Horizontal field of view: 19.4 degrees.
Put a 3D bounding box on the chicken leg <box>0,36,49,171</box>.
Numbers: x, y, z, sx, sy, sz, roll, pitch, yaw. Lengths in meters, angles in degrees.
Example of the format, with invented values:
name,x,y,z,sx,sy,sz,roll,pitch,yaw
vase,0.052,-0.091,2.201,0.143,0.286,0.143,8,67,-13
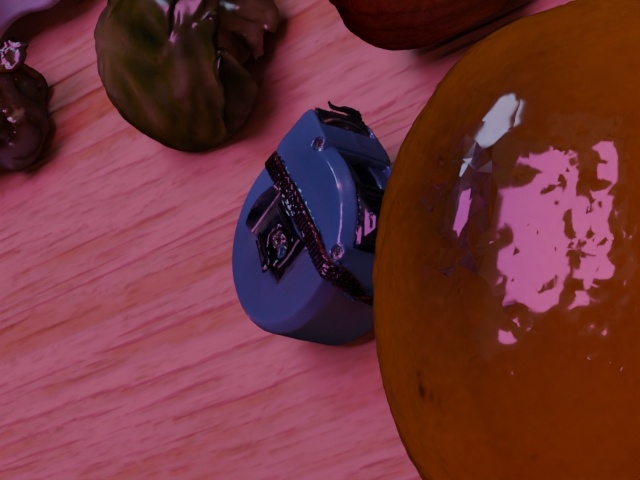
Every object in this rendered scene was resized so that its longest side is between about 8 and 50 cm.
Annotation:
name,x,y,z,sx,sy,sz,roll,pitch,yaw
chicken leg,-0.382,-0.038,1.568,0.429,0.153,0.201,-28,64,24

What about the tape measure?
name,x,y,z,sx,sy,sz,roll,pitch,yaw
tape measure,0.000,0.000,1.185,0.125,0.081,0.146,-53,41,27

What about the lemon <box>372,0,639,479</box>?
name,x,y,z,sx,sy,sz,roll,pitch,yaw
lemon,0.148,0.024,0.894,0.260,0.260,0.284,-31,69,32

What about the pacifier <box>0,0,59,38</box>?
name,x,y,z,sx,sy,sz,roll,pitch,yaw
pacifier,-0.332,-0.254,1.533,0.287,0.226,0.238,-32,85,35

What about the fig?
name,x,y,z,sx,sy,sz,roll,pitch,yaw
fig,0.073,-0.163,1.193,0.119,0.153,0.119,-58,-4,-6

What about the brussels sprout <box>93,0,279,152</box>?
name,x,y,z,sx,sy,sz,roll,pitch,yaw
brussels sprout,-0.107,-0.135,1.359,0.181,0.100,0.139,15,101,38
